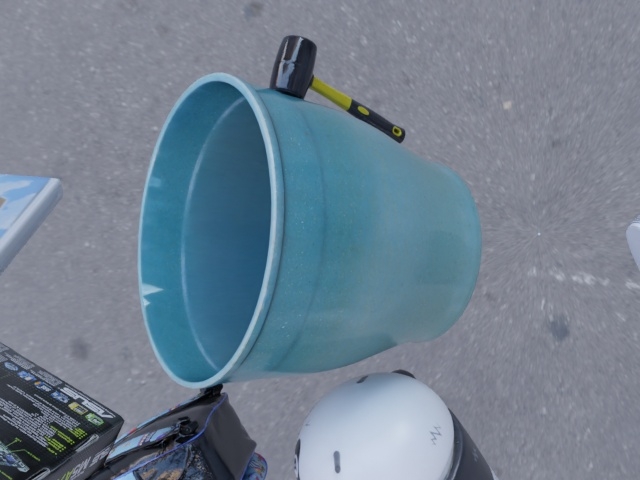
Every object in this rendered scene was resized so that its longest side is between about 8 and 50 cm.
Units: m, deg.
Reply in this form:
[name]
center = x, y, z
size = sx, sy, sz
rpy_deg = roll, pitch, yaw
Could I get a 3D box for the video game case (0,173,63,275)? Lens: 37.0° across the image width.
[video game case]
center = -0.343, 0.000, 0.786
size = 0.193, 0.212, 0.023
rpy_deg = 5, 123, 9

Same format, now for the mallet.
[mallet]
center = 0.025, -0.151, 0.979
size = 0.039, 0.189, 0.062
rpy_deg = 1, 80, 46

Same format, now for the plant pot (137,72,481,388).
[plant pot]
center = 0.000, 0.000, 0.890
size = 0.255, 0.271, 0.272
rpy_deg = 5, 92, -32

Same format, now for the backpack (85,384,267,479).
[backpack]
center = -0.159, 0.241, 0.964
size = 0.173, 0.158, 0.117
rpy_deg = -29, 94, 8

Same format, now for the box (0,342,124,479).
[box]
center = -0.236, 0.098, 0.569
size = 0.190, 0.184, 0.045
rpy_deg = 29, 102, 7

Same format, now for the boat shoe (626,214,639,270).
[boat shoe]
center = 0.384, 0.064, 0.952
size = 0.076, 0.080, 0.229
rpy_deg = -30, 95, -11

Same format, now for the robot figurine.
[robot figurine]
center = 0.087, 0.259, 0.967
size = 0.173, 0.209, 0.278
rpy_deg = -38, 122, -5
